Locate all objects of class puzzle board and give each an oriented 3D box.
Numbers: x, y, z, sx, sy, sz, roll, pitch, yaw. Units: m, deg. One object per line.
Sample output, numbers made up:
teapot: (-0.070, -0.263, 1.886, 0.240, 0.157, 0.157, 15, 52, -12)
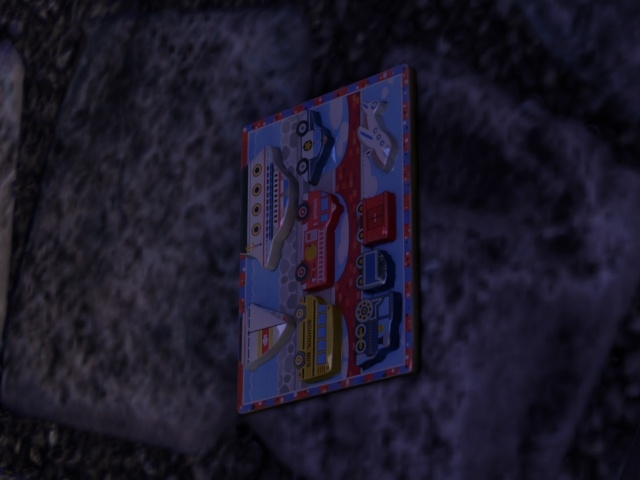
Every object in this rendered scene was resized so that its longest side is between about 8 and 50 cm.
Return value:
puzzle board: (0.000, 0.000, 0.763, 0.096, 0.011, 0.128, -17, 63, 40)

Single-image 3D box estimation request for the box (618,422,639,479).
box: (0.181, 0.250, 0.395, 0.395, 0.097, 0.318, 30, 106, 47)
